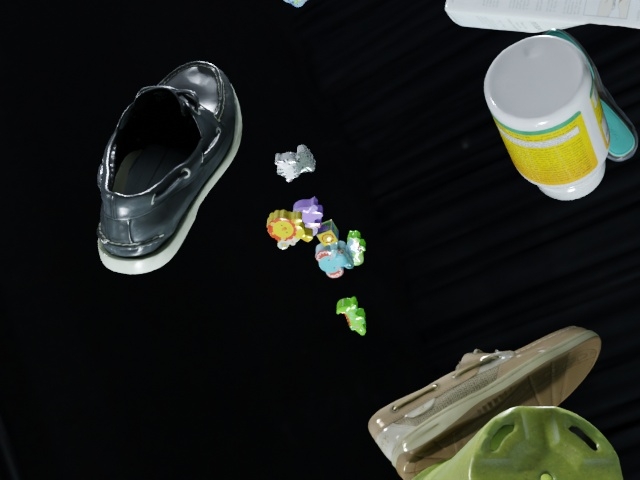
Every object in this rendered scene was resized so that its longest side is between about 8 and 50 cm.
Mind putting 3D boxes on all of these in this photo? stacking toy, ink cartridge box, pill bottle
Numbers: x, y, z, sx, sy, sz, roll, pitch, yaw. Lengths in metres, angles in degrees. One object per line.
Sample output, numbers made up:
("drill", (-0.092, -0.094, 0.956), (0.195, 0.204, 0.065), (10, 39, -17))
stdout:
("stacking toy", (0.000, 0.000, 1.785), (0.221, 0.052, 0.167), (57, -158, -32))
("ink cartridge box", (0.422, -0.499, 2.233), (0.091, 0.385, 0.308), (22, -101, -65))
("pill bottle", (0.265, -0.131, 1.530), (0.208, 0.117, 0.117), (51, -149, -57))

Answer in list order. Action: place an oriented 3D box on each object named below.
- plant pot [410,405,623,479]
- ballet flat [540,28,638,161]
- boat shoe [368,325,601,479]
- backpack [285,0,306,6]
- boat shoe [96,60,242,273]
("plant pot", (0.232, 0.326, 1.584), (0.276, 0.254, 0.276), (5, -125, -7))
("ballet flat", (0.356, -0.193, 1.809), (0.203, 0.074, 0.074), (56, -147, 6))
("boat shoe", (0.225, 0.195, 1.821), (0.110, 0.341, 0.122), (49, 158, 38))
("backpack", (-0.039, -0.437, 1.967), (0.158, 0.117, 0.173), (47, -152, -35))
("boat shoe", (-0.177, -0.117, 1.525), (0.113, 0.127, 0.340), (82, -157, -43))
